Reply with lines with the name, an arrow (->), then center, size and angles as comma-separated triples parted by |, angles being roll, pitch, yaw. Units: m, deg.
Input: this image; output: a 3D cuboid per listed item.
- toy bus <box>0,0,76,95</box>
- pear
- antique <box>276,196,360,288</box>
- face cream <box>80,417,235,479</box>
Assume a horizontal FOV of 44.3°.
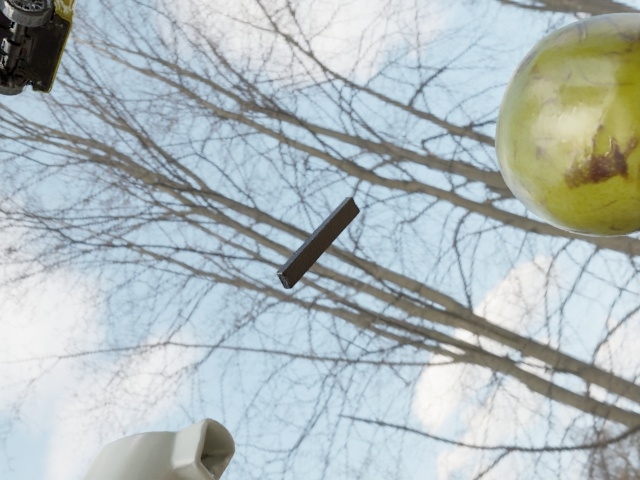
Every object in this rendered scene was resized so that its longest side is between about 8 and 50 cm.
toy bus -> -0.476, -0.312, 0.968 | 0.331, 0.151, 0.145 | 18, -43, -21
pear -> 0.343, -0.130, 0.905 | 0.283, 0.283, 0.284 | -23, -57, -40
antique -> 0.000, 0.000, 1.119 | 0.192, 0.015, 0.031 | -48, -59, -39
face cream -> -0.158, 0.252, 0.403 | 0.370, 0.145, 0.145 | -64, -33, -43
